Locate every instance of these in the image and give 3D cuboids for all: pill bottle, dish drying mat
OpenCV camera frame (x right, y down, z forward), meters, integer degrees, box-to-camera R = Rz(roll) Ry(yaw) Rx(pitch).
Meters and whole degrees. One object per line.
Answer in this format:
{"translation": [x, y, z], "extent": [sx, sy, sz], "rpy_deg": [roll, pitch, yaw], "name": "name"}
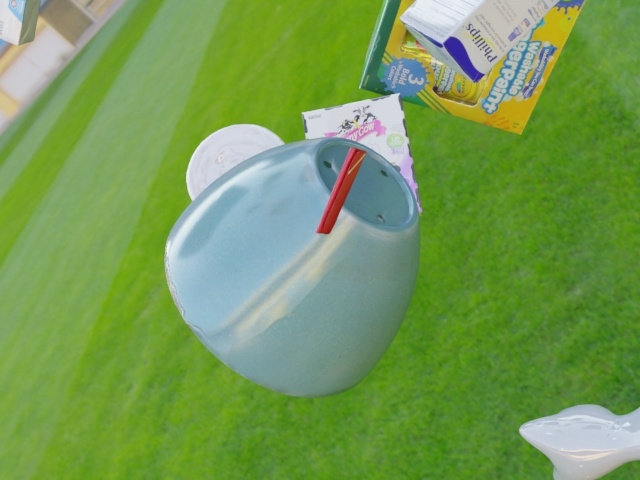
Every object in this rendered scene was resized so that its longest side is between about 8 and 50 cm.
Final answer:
{"translation": [-0.107, -0.057, 1.443], "extent": [0.176, 0.176, 0.318], "rpy_deg": [-53, -19, -11], "name": "pill bottle"}
{"translation": [0.019, -0.044, 0.744], "extent": [0.083, 0.008, 0.032], "rpy_deg": [-67, -19, 10], "name": "dish drying mat"}

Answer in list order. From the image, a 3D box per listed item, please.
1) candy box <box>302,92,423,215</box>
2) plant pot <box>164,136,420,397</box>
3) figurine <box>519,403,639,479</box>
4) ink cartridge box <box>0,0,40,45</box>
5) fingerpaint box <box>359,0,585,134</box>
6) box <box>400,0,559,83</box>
{"translation": [0.068, -0.124, 1.336], "extent": [0.164, 0.196, 0.070], "rpy_deg": [-11, -4, 8], "name": "candy box"}
{"translation": [0.000, 0.000, 0.919], "extent": [0.195, 0.290, 0.290], "rpy_deg": [-50, 17, 37], "name": "plant pot"}
{"translation": [0.287, 0.190, 0.633], "extent": [0.209, 0.215, 0.092], "rpy_deg": [-26, 21, 43], "name": "figurine"}
{"translation": [-0.302, -0.218, 0.752], "extent": [0.028, 0.083, 0.048], "rpy_deg": [-60, -7, -62], "name": "ink cartridge box"}
{"translation": [0.317, -0.477, 1.672], "extent": [0.163, 0.371, 0.445], "rpy_deg": [-79, 6, -50], "name": "fingerpaint box"}
{"translation": [0.183, -0.270, 0.962], "extent": [0.137, 0.072, 0.126], "rpy_deg": [-44, 32, 7], "name": "box"}
